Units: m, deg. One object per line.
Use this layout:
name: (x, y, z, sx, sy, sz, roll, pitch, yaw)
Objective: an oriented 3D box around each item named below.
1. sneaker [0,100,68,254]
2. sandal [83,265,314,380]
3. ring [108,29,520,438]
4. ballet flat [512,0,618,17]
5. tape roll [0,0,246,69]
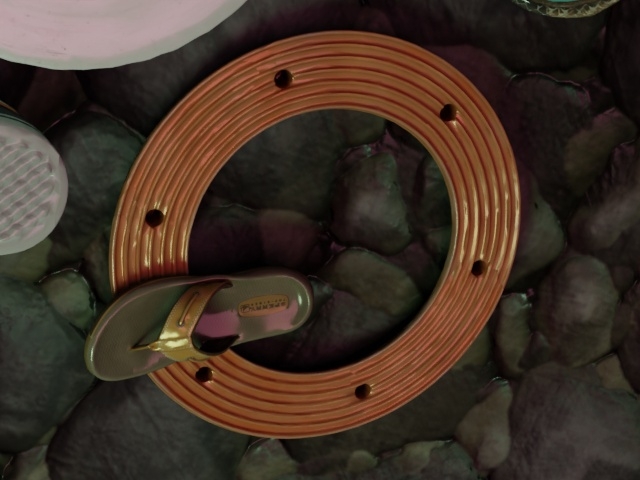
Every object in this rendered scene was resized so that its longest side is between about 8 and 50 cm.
sneaker: (-0.325, -0.066, 0.818, 0.321, 0.127, 0.126, 16, 101, -32)
sandal: (-0.085, 0.062, 0.978, 0.180, 0.049, 0.072, -11, 114, -16)
ring: (0.000, 0.000, 1.032, 0.336, 0.032, 0.337, -8, 113, -19)
ballet flat: (0.115, -0.383, 0.841, 0.164, 0.182, 0.483, -12, 116, 13)
tape roll: (-0.147, -0.248, 0.769, 0.286, 0.100, 0.286, -7, 113, -16)
